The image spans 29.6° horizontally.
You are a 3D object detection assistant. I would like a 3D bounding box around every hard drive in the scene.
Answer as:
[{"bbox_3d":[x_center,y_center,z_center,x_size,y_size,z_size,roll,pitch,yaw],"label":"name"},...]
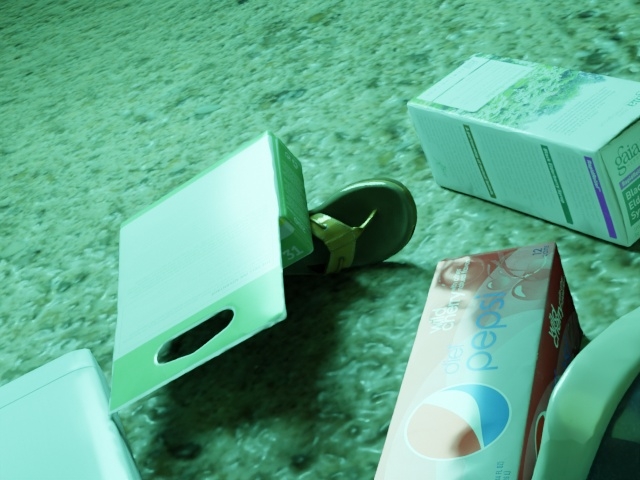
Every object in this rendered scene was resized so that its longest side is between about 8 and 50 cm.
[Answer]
[{"bbox_3d":[-0.232,0.223,0.848,0.233,0.047,0.353,-27,30,-7],"label":"hard drive"}]

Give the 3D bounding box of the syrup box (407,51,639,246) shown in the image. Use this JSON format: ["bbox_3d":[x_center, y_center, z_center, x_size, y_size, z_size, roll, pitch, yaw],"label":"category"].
[{"bbox_3d":[0.189,-0.082,1.006,0.093,0.096,0.237,-37,33,-20],"label":"syrup box"}]

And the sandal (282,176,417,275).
[{"bbox_3d":[0.000,0.000,1.026,0.180,0.072,0.049,-14,18,26],"label":"sandal"}]

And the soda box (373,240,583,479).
[{"bbox_3d":[0.104,0.112,0.762,0.092,0.083,0.263,-9,33,23],"label":"soda box"}]

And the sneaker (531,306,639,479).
[{"bbox_3d":[0.259,0.071,0.707,0.148,0.131,0.350,24,44,26],"label":"sneaker"}]

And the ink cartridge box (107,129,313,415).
[{"bbox_3d":[-0.088,0.032,0.983,0.171,0.056,0.235,-30,38,18],"label":"ink cartridge box"}]
